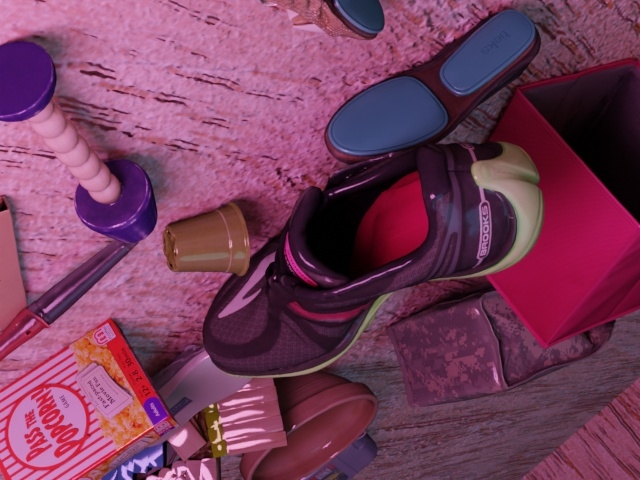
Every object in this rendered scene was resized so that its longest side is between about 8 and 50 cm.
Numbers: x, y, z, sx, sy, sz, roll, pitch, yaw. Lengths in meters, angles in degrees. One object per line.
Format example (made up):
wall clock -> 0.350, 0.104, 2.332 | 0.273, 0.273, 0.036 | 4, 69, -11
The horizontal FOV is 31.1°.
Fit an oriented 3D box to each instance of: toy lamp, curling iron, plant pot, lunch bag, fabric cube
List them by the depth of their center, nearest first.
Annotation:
toy lamp -> -0.211, -0.073, 1.020 | 0.080, 0.080, 0.274 | -34, 155, -4
curling iron -> -0.298, 0.079, 1.170 | 0.274, 0.035, 0.068 | -35, 156, -8
plant pot -> -0.128, 0.004, 1.260 | 0.079, 0.083, 0.083 | -9, 145, -24
fabric cube -> 0.372, -0.054, 1.564 | 0.259, 0.254, 0.258 | -18, 148, -34
plant pot -> -0.037, 0.274, 1.775 | 0.237, 0.109, 0.237 | -29, 154, -16
lunch bag -> 0.296, 0.149, 1.839 | 0.287, 0.168, 0.235 | -12, 174, -37

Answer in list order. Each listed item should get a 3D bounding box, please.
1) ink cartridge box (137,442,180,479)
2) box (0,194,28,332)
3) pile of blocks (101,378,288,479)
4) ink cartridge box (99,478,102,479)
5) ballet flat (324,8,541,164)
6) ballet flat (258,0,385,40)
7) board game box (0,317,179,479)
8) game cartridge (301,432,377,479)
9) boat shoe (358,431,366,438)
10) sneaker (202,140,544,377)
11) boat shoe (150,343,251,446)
ink cartridge box -> -0.248, 0.363, 1.742 | 0.179, 0.045, 0.145 | -12, 145, -37
box -> -0.365, 0.051, 1.102 | 0.164, 0.021, 0.201 | -24, 151, -23
pile of blocks -> -0.203, 0.307, 1.619 | 0.362, 0.149, 0.112 | -35, 175, -5
ink cartridge box -> -0.354, 0.400, 1.661 | 0.089, 0.052, 0.122 | -16, 146, -35
ballet flat -> 0.130, -0.153, 1.291 | 0.280, 0.095, 0.096 | -31, 162, -10
ballet flat -> -0.014, -0.226, 1.039 | 0.067, 0.073, 0.206 | -17, 160, 26
board game box -> -0.281, 0.203, 1.315 | 0.193, 0.146, 0.045 | -34, 154, -6
game cartridge -> -0.030, 0.451, 2.148 | 0.294, 0.060, 0.196 | -37, 158, 1
boat shoe -> 0.008, 0.332, 1.979 | 0.184, 0.063, 0.066 | 3, 134, -53
sneaker -> 0.012, 0.011, 1.265 | 0.202, 0.185, 0.483 | 13, 145, -41
boat shoe -> -0.170, 0.176, 1.490 | 0.227, 0.081, 0.079 | -38, 129, 15
